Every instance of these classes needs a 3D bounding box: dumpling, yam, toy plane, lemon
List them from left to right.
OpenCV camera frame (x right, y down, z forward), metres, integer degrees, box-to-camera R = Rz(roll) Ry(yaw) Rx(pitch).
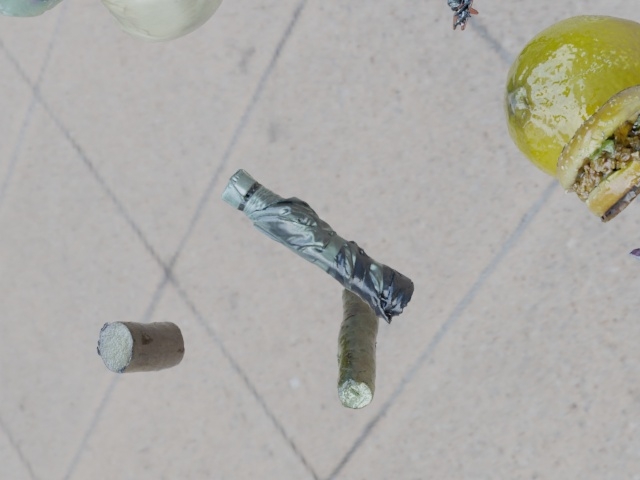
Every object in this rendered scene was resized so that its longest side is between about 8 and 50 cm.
[{"bbox_3d":[-0.432,-0.390,1.883,0.105,0.217,0.149,63,-171,-45],"label":"dumpling"},{"bbox_3d":[-0.267,0.159,1.871,0.084,0.127,0.084,-1,88,38],"label":"yam"},{"bbox_3d":[0.066,0.173,2.149,0.071,0.317,0.067,34,117,-17],"label":"yam"},{"bbox_3d":[0.243,-0.424,2.031,0.189,0.061,0.130,100,175,-73],"label":"toy plane"},{"bbox_3d":[0.423,-0.217,1.914,0.293,0.293,0.293,18,116,44],"label":"lemon"}]

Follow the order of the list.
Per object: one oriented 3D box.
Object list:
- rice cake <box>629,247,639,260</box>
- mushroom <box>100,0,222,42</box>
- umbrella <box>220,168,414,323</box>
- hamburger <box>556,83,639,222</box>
[{"bbox_3d":[0.499,-0.070,1.644,0.081,0.290,0.051,29,157,4],"label":"rice cake"},{"bbox_3d":[-0.216,-0.346,1.349,0.254,0.234,0.260,52,-146,-86],"label":"mushroom"},{"bbox_3d":[0.000,0.000,1.068,0.188,0.046,0.050,36,131,-2],"label":"umbrella"},{"bbox_3d":[0.391,-0.121,1.583,0.118,0.191,0.182,50,168,7],"label":"hamburger"}]
